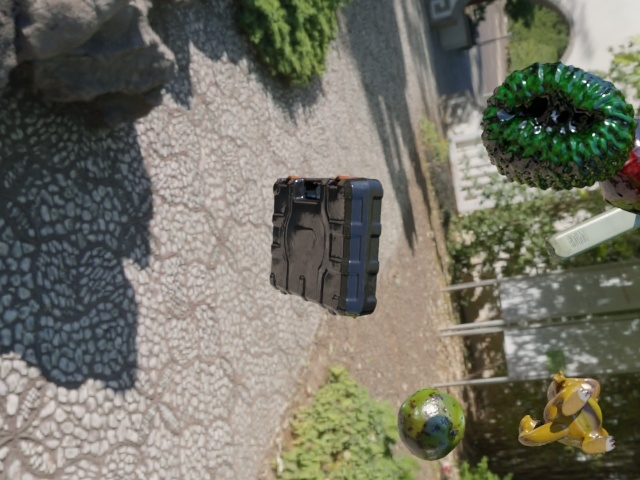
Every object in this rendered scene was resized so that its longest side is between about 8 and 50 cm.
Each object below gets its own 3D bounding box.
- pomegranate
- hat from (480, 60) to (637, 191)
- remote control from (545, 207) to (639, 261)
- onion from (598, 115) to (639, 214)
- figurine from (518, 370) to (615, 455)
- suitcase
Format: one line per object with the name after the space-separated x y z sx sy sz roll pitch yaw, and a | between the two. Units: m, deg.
0.312 0.543 1.936 0.211 0.263 0.211 0 91 -31 | pomegranate
0.481 -0.194 1.290 0.242 0.274 0.332 -57 150 9 | hat
0.829 -0.029 1.941 0.038 0.310 0.090 75 -10 -73 | remote control
0.789 -0.188 1.524 0.273 0.285 0.273 17 57 -28 | onion
0.335 0.244 0.905 0.121 0.122 0.176 61 21 7 | figurine
-0.001 0.000 1.027 0.285 0.066 0.206 10 -81 63 | suitcase
